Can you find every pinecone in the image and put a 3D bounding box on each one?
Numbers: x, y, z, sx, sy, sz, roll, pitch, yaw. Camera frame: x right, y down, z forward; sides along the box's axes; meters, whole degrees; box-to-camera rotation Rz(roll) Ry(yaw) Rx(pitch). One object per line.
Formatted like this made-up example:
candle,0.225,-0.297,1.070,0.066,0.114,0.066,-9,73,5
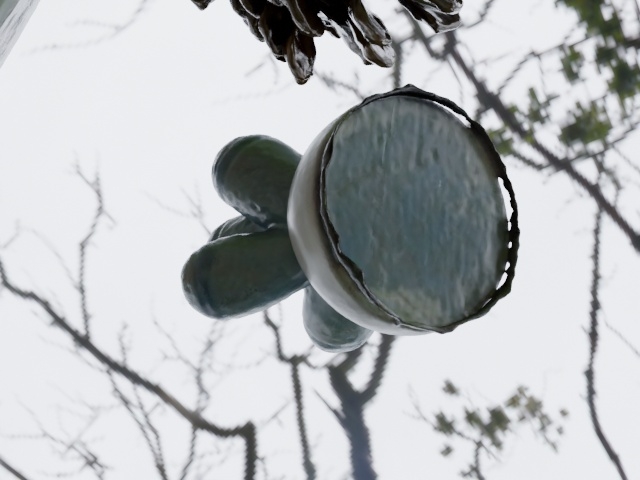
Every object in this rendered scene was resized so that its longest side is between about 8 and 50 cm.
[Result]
pinecone,0.034,-0.257,1.155,0.309,0.244,0.244,-15,-128,20

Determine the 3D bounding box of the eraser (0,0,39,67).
eraser,-0.259,-0.102,0.798,0.331,0.150,0.331,-52,-166,19

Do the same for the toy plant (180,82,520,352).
toy plant,0.000,0.000,1.419,0.332,0.247,0.247,-18,-135,52
